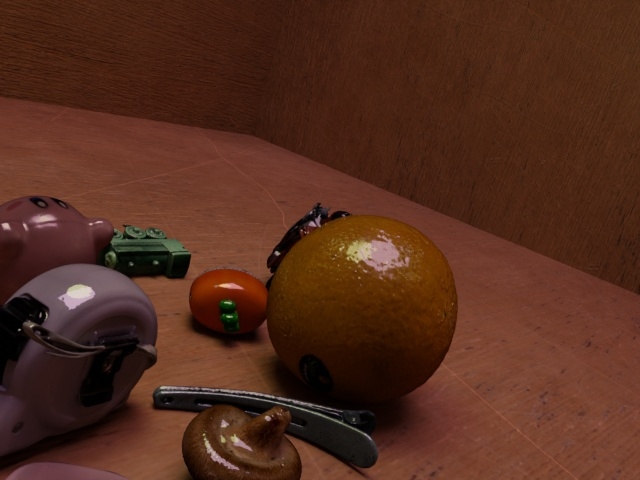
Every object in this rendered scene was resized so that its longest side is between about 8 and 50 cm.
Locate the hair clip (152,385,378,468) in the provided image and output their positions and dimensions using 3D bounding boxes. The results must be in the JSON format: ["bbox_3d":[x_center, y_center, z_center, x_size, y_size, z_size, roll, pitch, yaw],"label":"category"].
[{"bbox_3d":[-0.066,0.215,0.719,0.275,0.048,0.083,11,16,2],"label":"hair clip"}]

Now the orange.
[{"bbox_3d":[0.057,0.095,0.838,0.274,0.274,0.274,15,15,-4],"label":"orange"}]

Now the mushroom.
[{"bbox_3d":[-0.079,0.218,0.598,0.126,0.085,0.109,33,47,7],"label":"mushroom"}]

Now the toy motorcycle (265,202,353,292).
[{"bbox_3d":[0.000,0.000,1.250,0.134,0.207,0.401,46,13,0],"label":"toy motorcycle"}]

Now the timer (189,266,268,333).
[{"bbox_3d":[-0.144,0.103,0.931,0.136,0.099,0.136,6,26,-3],"label":"timer"}]

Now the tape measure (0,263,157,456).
[{"bbox_3d":[-0.250,0.116,0.600,0.105,0.178,0.196,25,17,27],"label":"tape measure"}]

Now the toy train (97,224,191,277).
[{"bbox_3d":[-0.331,0.023,1.074,0.170,0.071,0.111,-1,29,-47],"label":"toy train"}]

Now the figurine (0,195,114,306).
[{"bbox_3d":[-0.397,0.017,0.822,0.173,0.173,0.173,15,15,-4],"label":"figurine"}]

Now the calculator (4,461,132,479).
[{"bbox_3d":[-0.223,0.232,0.509,0.166,0.024,0.103,14,15,-12],"label":"calculator"}]
